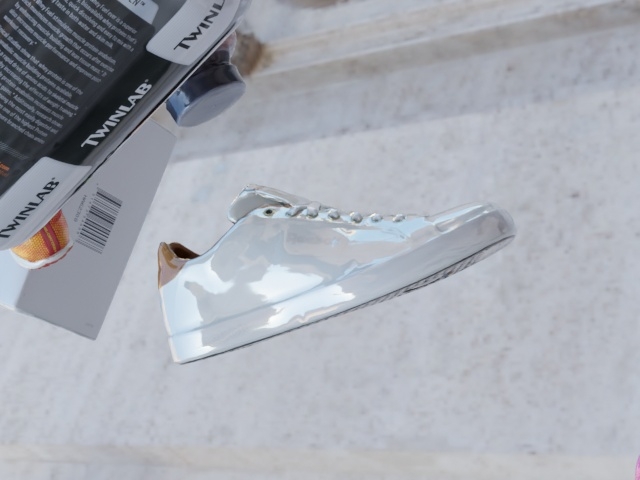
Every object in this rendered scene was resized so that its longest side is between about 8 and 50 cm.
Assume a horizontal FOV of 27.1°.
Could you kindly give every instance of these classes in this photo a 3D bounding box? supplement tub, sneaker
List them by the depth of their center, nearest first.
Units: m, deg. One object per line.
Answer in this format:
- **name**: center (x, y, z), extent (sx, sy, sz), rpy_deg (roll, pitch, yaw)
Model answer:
- **supplement tub**: center (-0.108, -0.095, 0.546), extent (0.117, 0.190, 0.117), rpy_deg (41, -159, -19)
- **sneaker**: center (-0.244, -0.041, 1.009), extent (0.064, 0.175, 0.067), rpy_deg (-35, -48, -28)
- **sneaker**: center (0.000, 0.000, 1.016), extent (0.106, 0.290, 0.123), rpy_deg (5, -112, -74)
- **supplement tub**: center (-0.143, -0.199, 1.170), extent (0.106, 0.106, 0.198), rpy_deg (-18, -108, -51)

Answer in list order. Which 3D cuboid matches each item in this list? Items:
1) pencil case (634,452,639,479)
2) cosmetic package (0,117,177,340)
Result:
- **pencil case**: center (0.249, 0.131, 0.587), extent (0.095, 0.209, 0.098), rpy_deg (84, -178, -50)
- **cosmetic package**: center (-0.299, -0.047, 1.323), extent (0.138, 0.224, 0.224), rpy_deg (35, -105, -59)
